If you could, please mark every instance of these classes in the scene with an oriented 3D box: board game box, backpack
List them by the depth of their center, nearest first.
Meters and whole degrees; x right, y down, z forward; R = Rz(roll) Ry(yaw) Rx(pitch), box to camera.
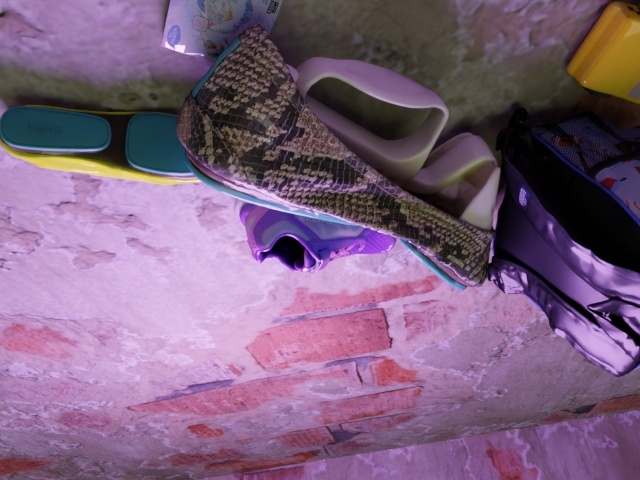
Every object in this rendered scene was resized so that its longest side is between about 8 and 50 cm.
[{"bbox_3d":[-0.088,-0.202,0.431,0.089,0.020,0.090,9,141,-25],"label":"board game box"},{"bbox_3d":[0.337,0.006,0.563,0.212,0.264,0.277,-15,133,-1],"label":"backpack"}]

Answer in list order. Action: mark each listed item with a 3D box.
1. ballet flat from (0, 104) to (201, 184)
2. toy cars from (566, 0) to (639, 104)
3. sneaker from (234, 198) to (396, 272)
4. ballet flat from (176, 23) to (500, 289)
[{"bbox_3d":[-0.212,-0.098,0.520,0.230,0.077,0.077,5,164,-12],"label":"ballet flat"},{"bbox_3d":[0.301,-0.220,0.421,0.176,0.087,0.393,-29,139,26],"label":"toy cars"},{"bbox_3d":[0.000,0.000,0.654,0.236,0.105,0.095,9,140,-23],"label":"sneaker"},{"bbox_3d":[0.089,-0.072,0.538,0.482,0.164,0.182,22,116,-37],"label":"ballet flat"}]
